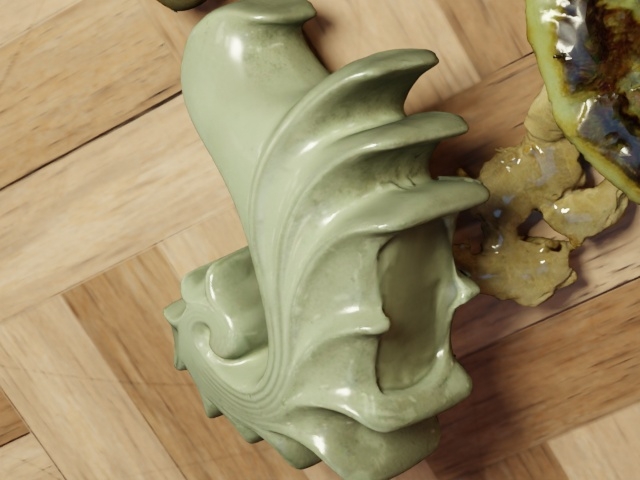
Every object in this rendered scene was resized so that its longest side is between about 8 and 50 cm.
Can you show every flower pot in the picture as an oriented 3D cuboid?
[{"bbox_3d":[0.000,0.000,1.269,0.254,0.164,0.368,22,117,38],"label":"flower pot"}]

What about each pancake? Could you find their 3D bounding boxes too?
[{"bbox_3d":[0.299,-0.185,1.208,0.305,0.067,0.427,-44,100,2],"label":"pancake"}]

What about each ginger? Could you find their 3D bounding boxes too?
[{"bbox_3d":[0.197,-0.050,1.306,0.149,0.065,0.259,38,108,-16],"label":"ginger"}]

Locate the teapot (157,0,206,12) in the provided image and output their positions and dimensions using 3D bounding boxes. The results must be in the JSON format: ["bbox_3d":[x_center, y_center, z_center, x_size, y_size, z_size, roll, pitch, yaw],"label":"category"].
[{"bbox_3d":[-0.087,-0.216,1.274,0.110,0.085,0.080,25,118,-24],"label":"teapot"}]
